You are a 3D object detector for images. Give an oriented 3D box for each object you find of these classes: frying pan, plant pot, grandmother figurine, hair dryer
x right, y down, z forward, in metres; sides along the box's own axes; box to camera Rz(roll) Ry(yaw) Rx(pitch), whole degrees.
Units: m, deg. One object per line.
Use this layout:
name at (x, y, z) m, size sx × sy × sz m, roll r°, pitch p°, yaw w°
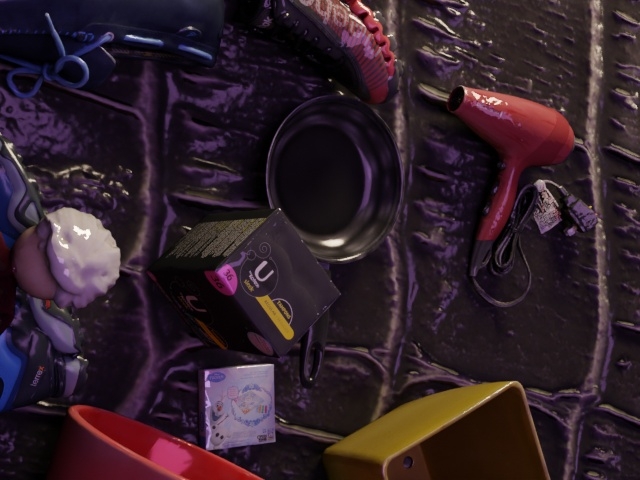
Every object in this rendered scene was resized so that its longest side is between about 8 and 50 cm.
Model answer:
frying pan at (0.024, -0.008, 1.331) m, size 0.197 × 0.053 × 0.326 m, roll -13°, pitch 98°, yaw -33°
plant pot at (-0.170, 0.324, 1.089) m, size 0.275 × 0.275 × 0.243 m, roll 28°, pitch 83°, yaw -30°
grandmother figurine at (-0.347, 0.030, 0.981) m, size 0.342 × 0.104 × 0.208 m, roll -7°, pitch 121°, yaw -10°
hair dryer at (0.254, -0.080, 1.466) m, size 0.223 × 0.080 × 0.293 m, roll -39°, pitch 109°, yaw -27°
plant pot at (0.125, 0.293, 1.312) m, size 0.212 × 0.187 × 0.212 m, roll -25°, pitch 102°, yaw -31°

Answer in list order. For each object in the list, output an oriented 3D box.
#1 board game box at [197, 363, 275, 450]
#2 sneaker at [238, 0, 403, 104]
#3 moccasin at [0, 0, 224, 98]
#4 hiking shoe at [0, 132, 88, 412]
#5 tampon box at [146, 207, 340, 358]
board game box at (-0.094, 0.186, 1.269) m, size 0.090 × 0.020 × 0.090 m, roll 0°, pitch 90°, yaw -33°
sneaker at (-0.017, -0.253, 1.280) m, size 0.135 × 0.098 × 0.276 m, roll -46°, pitch 111°, yaw -25°
moccasin at (-0.231, -0.204, 1.116) m, size 0.342 × 0.138 × 0.117 m, roll -12°, pitch 104°, yaw -33°
hiking shoe at (-0.322, 0.024, 1.067) m, size 0.132 × 0.113 × 0.304 m, roll -21°, pitch 99°, yaw -28°
tampon box at (-0.083, 0.044, 1.193) m, size 0.101 × 0.161 × 0.120 m, roll -46°, pitch 112°, yaw -25°
